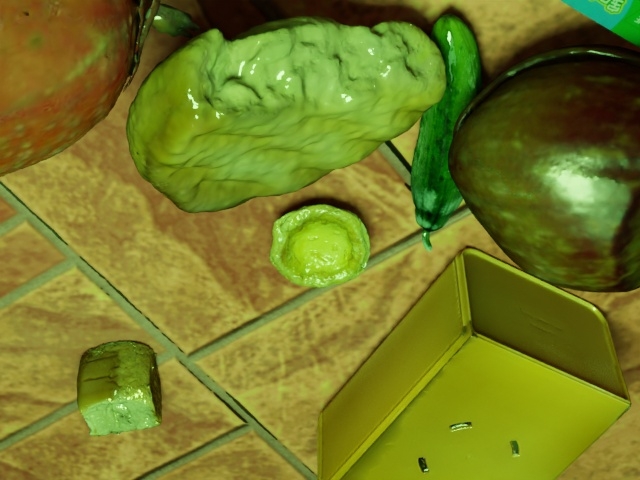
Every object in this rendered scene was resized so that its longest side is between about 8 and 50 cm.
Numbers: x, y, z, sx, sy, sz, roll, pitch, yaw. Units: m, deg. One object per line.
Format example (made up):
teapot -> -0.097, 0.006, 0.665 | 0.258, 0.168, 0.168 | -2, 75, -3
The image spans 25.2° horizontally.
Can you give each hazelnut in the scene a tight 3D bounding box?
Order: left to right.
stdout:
hazelnut -> 0.219, -0.051, 1.211 | 0.218, 0.218, 0.234 | -26, 150, 19

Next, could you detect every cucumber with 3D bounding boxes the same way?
cucumber -> 0.113, -0.094, 1.284 | 0.056, 0.056, 0.250 | 2, 129, -3

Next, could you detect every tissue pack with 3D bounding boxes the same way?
tissue pack -> 0.146, 0.168, 1.444 | 0.194, 0.145, 0.274 | 26, 125, -19

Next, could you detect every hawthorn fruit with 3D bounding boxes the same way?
hawthorn fruit -> -0.239, -0.175, 1.091 | 0.307, 0.276, 0.276 | -8, 135, -28

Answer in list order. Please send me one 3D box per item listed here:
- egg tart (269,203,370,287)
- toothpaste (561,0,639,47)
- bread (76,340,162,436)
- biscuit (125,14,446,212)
egg tart -> 0.000, 0.000, 1.366 | 0.105, 0.039, 0.105 | 0, 130, -1
toothpaste -> 0.187, -0.237, 1.160 | 0.267, 0.065, 0.050 | 26, 120, -21
bread -> -0.207, 0.154, 1.470 | 0.083, 0.070, 0.076 | -10, 130, 3
biscuit -> -0.044, -0.107, 1.189 | 0.274, 0.091, 0.213 | -10, 159, -42
